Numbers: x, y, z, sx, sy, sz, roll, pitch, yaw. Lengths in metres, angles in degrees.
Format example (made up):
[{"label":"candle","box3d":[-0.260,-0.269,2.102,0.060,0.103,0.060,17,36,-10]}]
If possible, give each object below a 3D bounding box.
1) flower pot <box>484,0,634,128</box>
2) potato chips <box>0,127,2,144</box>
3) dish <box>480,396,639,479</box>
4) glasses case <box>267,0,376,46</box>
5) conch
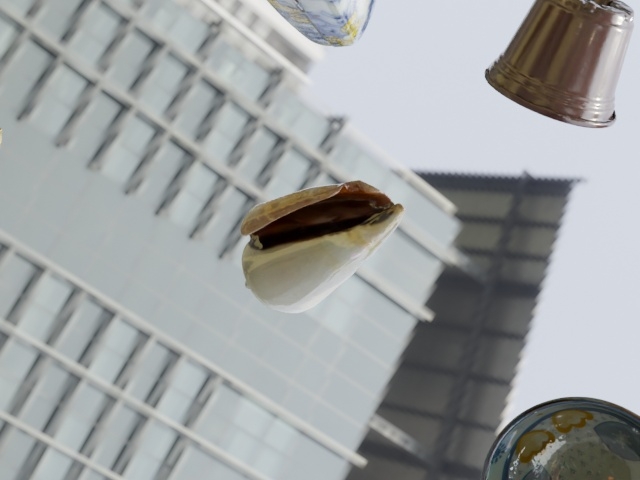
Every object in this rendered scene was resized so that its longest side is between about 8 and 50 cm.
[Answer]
[{"label":"flower pot","box3d":[0.193,-0.150,1.291,0.111,0.111,0.089,56,-49,54]},{"label":"potato chips","box3d":[-0.238,0.002,0.790,0.204,0.026,0.037,-37,-129,-21]},{"label":"dish","box3d":[0.269,0.259,1.657,0.236,0.086,0.228,-3,-85,21]},{"label":"glasses case","box3d":[-0.020,-0.189,0.906,0.065,0.248,0.087,4,-107,22]},{"label":"conch","box3d":[-0.008,0.003,1.501,0.176,0.094,0.104,-27,-94,47]}]
